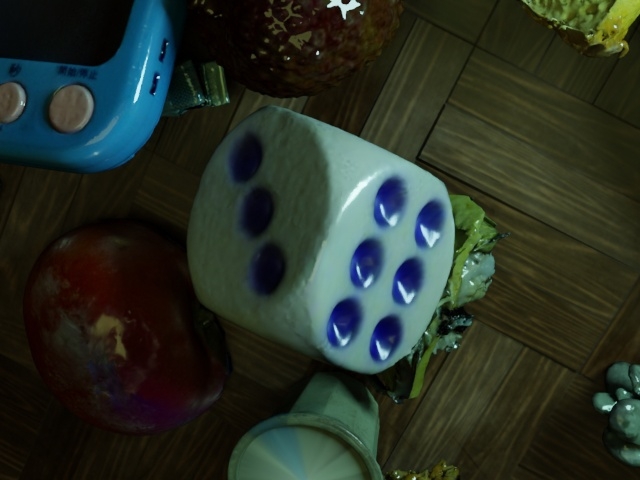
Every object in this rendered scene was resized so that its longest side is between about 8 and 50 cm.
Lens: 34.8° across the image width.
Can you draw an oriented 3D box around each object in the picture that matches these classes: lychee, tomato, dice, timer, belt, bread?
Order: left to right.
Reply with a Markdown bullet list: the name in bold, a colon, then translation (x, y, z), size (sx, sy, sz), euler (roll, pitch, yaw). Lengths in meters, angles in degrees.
- **timer**: translation (-0.332, -0.242, 1.290), size (0.340, 0.115, 0.309), euler (9, 80, 24)
- **tomato**: translation (-0.303, 0.151, 1.452), size (0.289, 0.176, 0.335), euler (-11, 106, 19)
- **belt**: translation (-0.269, -0.190, 1.378), size (0.302, 0.087, 0.072), euler (-8, 97, 15)
- **lychee**: translation (-0.034, -0.295, 1.217), size (0.260, 0.260, 0.261), euler (4, 108, 11)
- **dice**: translation (0.000, 0.000, 1.251), size (0.251, 0.243, 0.259), euler (24, 93, 45)
- **bread**: translation (0.299, -0.318, 1.164), size (0.147, 0.261, 0.160), euler (19, 117, -42)

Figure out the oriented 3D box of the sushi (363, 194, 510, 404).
- **sushi**: translation (0.137, 0.069, 1.359), size (0.131, 0.139, 0.291), euler (1, 122, -35)

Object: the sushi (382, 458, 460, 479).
- **sushi**: translation (0.070, 0.463, 1.442), size (0.348, 0.234, 0.208), euler (-29, 99, 14)

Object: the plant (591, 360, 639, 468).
- **plant**: translation (0.472, 0.277, 1.332), size (0.149, 0.146, 0.274), euler (-44, 95, 9)

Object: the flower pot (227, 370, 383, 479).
- **flower pot**: translation (-0.004, 0.294, 1.413), size (0.212, 0.202, 0.212), euler (3, 107, 11)
